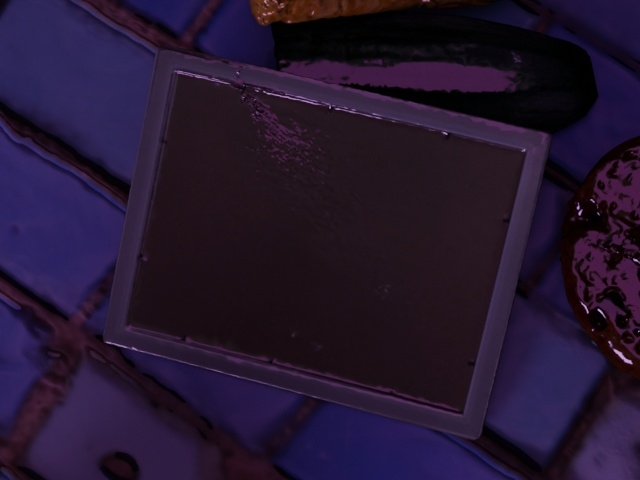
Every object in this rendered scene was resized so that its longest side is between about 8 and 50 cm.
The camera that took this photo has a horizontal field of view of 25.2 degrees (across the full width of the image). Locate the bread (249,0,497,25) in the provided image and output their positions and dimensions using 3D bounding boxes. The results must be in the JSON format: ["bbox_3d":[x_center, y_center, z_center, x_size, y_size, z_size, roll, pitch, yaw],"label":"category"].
[{"bbox_3d":[0.040,-0.221,1.036,0.211,0.083,0.114,-10,72,-15],"label":"bread"}]

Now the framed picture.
[{"bbox_3d":[0.000,0.000,1.043,0.296,0.019,0.232,15,100,9],"label":"framed picture"}]

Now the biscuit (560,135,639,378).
[{"bbox_3d":[0.264,0.013,1.023,0.192,0.049,0.192,0,87,3],"label":"biscuit"}]

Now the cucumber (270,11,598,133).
[{"bbox_3d":[0.084,-0.123,1.059,0.243,0.063,0.115,-1,82,5],"label":"cucumber"}]
